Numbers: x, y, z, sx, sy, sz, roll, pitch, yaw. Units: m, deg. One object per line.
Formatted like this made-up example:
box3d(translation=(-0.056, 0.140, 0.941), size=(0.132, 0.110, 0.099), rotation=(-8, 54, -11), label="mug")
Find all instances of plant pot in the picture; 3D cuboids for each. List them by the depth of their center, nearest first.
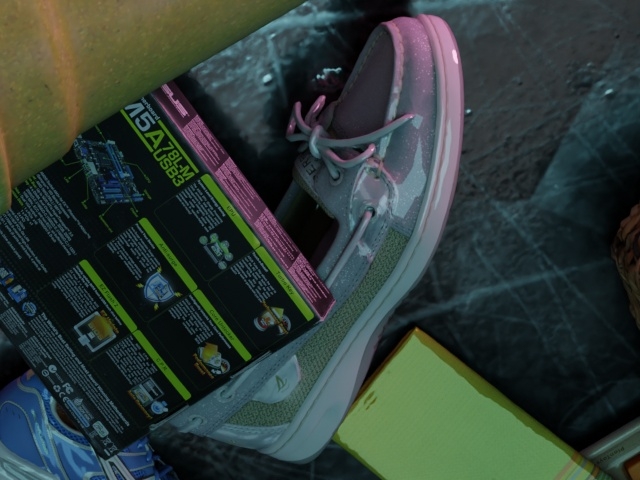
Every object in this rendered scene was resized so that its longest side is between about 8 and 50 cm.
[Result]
box3d(translation=(-0.120, -0.187, 1.096), size=(0.254, 0.276, 0.276), rotation=(-24, 118, -14), label="plant pot")

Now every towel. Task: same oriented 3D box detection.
box3d(translation=(0.124, 0.167, 1.409), size=(0.237, 0.021, 0.102), rotation=(38, 96, -13), label="towel")

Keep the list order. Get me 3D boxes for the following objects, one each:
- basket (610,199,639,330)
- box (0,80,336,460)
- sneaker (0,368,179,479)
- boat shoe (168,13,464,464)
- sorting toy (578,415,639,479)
box3d(translation=(0.366, 0.024, 1.298), size=(0.299, 0.223, 0.213), rotation=(-22, 108, -2), label="basket")
box3d(translation=(-0.119, 0.015, 1.234), size=(0.184, 0.045, 0.190), rotation=(-35, 98, 20), label="box")
box3d(translation=(-0.134, 0.159, 1.334), size=(0.211, 0.080, 0.081), rotation=(33, 106, -26), label="sneaker")
box3d(translation=(-0.001, 0.000, 1.275), size=(0.103, 0.118, 0.320), rotation=(13, 117, -23), label="boat shoe")
box3d(translation=(0.249, 0.220, 1.471), size=(0.348, 0.047, 0.196), rotation=(-31, 117, 2), label="sorting toy")
